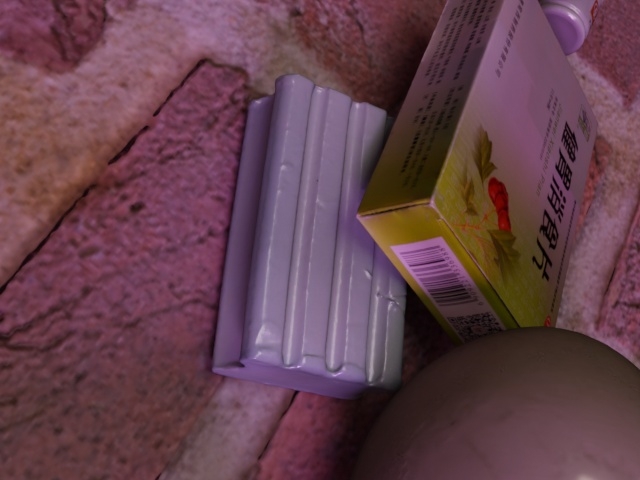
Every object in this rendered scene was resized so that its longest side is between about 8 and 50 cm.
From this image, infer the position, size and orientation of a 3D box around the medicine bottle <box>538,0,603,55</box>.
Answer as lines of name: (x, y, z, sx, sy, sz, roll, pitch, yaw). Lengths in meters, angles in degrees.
medicine bottle: (0.231, -0.220, 0.782, 0.057, 0.057, 0.089, 39, 60, -16)

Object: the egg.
egg: (0.118, 0.185, 0.502, 0.219, 0.219, 0.269, 16, 86, -27)

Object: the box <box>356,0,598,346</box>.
box: (0.132, -0.058, 0.625, 0.175, 0.062, 0.260, 50, 47, -33)

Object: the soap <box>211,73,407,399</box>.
soap: (0.000, 0.000, 0.574, 0.119, 0.066, 0.198, 18, 68, -30)
